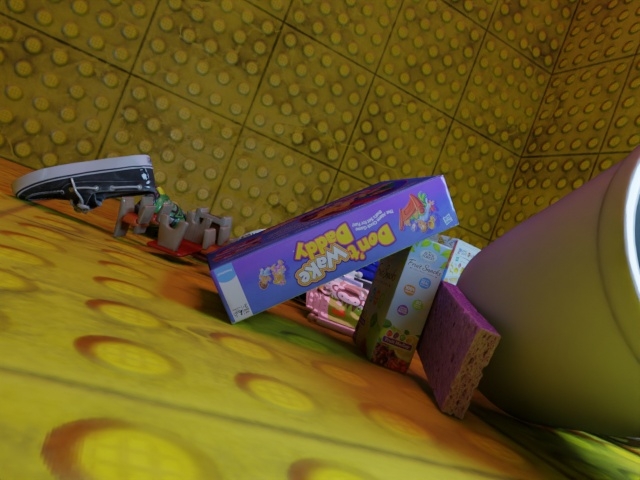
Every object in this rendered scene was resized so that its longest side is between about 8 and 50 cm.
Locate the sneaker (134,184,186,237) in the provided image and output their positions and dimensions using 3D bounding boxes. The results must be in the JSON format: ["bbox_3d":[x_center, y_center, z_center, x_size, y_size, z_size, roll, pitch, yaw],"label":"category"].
[{"bbox_3d":[-0.474,-0.057,1.502,0.146,0.134,0.343,47,-10,-10],"label":"sneaker"}]

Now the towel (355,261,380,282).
[{"bbox_3d":[0.070,0.105,1.456,0.227,0.076,0.308,21,-23,-33],"label":"towel"}]

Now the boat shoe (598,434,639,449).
[{"bbox_3d":[0.488,0.301,0.877,0.257,0.095,0.095,2,-12,45],"label":"boat shoe"}]

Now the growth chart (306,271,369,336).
[{"bbox_3d":[0.041,0.116,1.032,0.172,0.021,0.237,16,29,-14],"label":"growth chart"}]

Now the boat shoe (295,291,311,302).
[{"bbox_3d":[-0.042,0.105,1.179,0.258,0.109,0.089,0,-20,36],"label":"boat shoe"}]

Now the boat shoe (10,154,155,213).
[{"bbox_3d":[-0.530,-0.115,1.136,0.306,0.105,0.113,-11,-2,-12],"label":"boat shoe"}]

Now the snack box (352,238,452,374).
[{"bbox_3d":[0.129,0.096,0.843,0.070,0.207,0.174,21,-2,-6],"label":"snack box"}]

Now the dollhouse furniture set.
[{"bbox_3d":[-0.297,0.005,1.149,0.262,0.135,0.259,21,10,9],"label":"dollhouse furniture set"}]

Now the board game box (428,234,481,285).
[{"bbox_3d":[0.292,0.132,1.274,0.144,0.275,0.142,22,-2,-36],"label":"board game box"}]

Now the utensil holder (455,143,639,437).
[{"bbox_3d":[0.381,0.084,0.624,0.327,0.328,0.385,21,-21,-4],"label":"utensil holder"}]

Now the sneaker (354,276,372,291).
[{"bbox_3d":[0.037,0.127,1.226,0.295,0.105,0.147,15,6,11],"label":"sneaker"}]

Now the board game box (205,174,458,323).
[{"bbox_3d":[0.000,0.000,0.782,0.347,0.078,0.233,-23,9,-11],"label":"board game box"}]

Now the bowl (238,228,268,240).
[{"bbox_3d":[-0.154,0.051,1.305,0.170,0.170,0.080,23,38,-49],"label":"bowl"}]

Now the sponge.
[{"bbox_3d":[0.178,0.138,0.690,0.031,0.117,0.210,19,11,-2],"label":"sponge"}]
